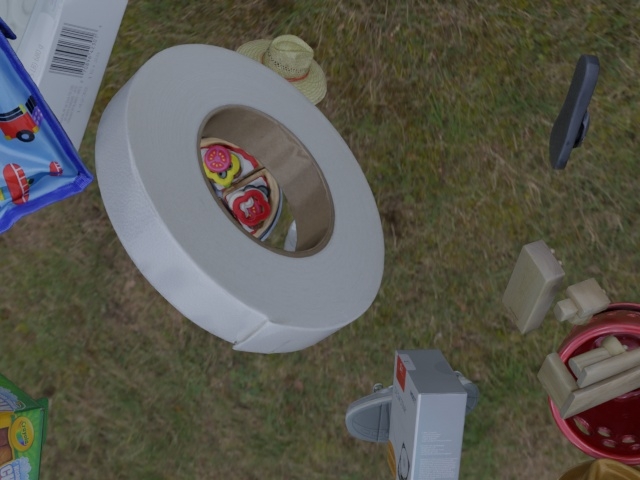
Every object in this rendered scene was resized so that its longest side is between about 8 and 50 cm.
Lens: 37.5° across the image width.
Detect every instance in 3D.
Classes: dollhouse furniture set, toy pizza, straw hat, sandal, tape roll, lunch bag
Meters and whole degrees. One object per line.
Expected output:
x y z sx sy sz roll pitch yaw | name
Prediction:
0.302 0.085 1.057 0.123 0.151 0.144 -18 147 -16 | dollhouse furniture set
-0.160 -0.071 1.488 0.201 0.032 0.201 2 105 8 | toy pizza
-0.047 -0.261 1.355 0.144 0.144 0.061 26 138 -6 | straw hat
0.500 -0.237 1.824 0.054 0.097 0.254 7 132 -4 | sandal
-0.083 -0.055 1.119 0.392 0.392 0.072 45 126 -13 | tape roll
-0.310 -0.161 0.663 0.138 0.221 0.293 -35 144 -21 | lunch bag

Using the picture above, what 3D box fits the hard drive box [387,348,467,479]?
0.186 0.335 1.675 0.089 0.181 0.232 1 107 -9 | hard drive box

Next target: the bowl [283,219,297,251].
0.000 0.000 1.498 0.170 0.170 0.080 -31 133 15 | bowl

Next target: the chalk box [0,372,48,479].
-0.536 0.314 1.427 0.179 0.289 0.180 22 111 42 | chalk box

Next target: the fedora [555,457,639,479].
0.368 0.332 1.154 0.194 0.194 0.079 -4 129 6 | fedora

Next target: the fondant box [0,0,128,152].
-0.401 -0.265 1.169 0.330 0.096 0.238 33 109 32 | fondant box

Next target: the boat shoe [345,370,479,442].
0.199 0.367 2.132 0.320 0.103 0.118 -14 117 -16 | boat shoe

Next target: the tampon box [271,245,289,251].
-0.085 0.069 1.340 0.161 0.101 0.120 18 82 -14 | tampon box

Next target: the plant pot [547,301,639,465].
0.407 0.183 1.259 0.191 0.174 0.191 3 98 18 | plant pot
